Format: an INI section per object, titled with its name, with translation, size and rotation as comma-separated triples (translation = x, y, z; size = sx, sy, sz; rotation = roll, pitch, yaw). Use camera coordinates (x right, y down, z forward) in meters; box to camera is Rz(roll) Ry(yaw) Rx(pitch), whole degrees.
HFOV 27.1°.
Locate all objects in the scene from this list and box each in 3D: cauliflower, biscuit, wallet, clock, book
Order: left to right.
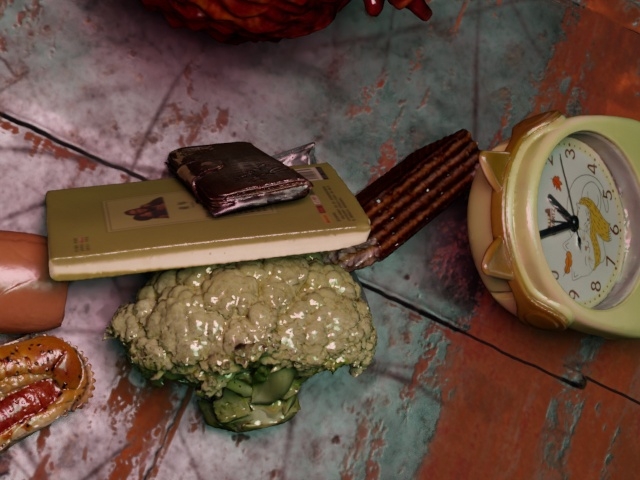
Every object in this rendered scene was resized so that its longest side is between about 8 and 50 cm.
[book]
translation = -0.136, -0.030, 1.527
size = 0.352, 0.239, 0.035
rotation = -7, 113, -10
[wallet]
translation = -0.102, -0.081, 1.565
size = 0.122, 0.232, 0.031
rotation = -10, 110, -18
[cauliflower]
translation = -0.095, 0.126, 1.544
size = 0.272, 0.275, 0.250
rotation = -24, 121, -37
[biscuit]
translation = 0.097, -0.045, 1.649
size = 0.252, 0.106, 0.070
rotation = -38, 99, -35
[clock]
translation = 0.307, -0.020, 1.675
size = 0.348, 0.117, 0.286
rotation = 6, 81, -40

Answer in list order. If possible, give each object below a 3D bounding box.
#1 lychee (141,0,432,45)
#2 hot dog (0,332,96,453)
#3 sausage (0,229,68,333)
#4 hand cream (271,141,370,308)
[lychee]
translation = -0.059, -0.426, 1.541
size = 0.500, 0.424, 0.424
rotation = 34, 72, -5
[hot dog]
translation = -0.379, 0.189, 1.505
size = 0.253, 0.069, 0.131
rotation = -25, 87, -21
[sausage]
translation = -0.435, 0.042, 1.488
size = 0.304, 0.121, 0.121
rotation = 4, 79, -18
[hand cream]
translation = 0.001, 0.000, 1.669
size = 0.075, 0.052, 0.247
rotation = -20, 86, -21
